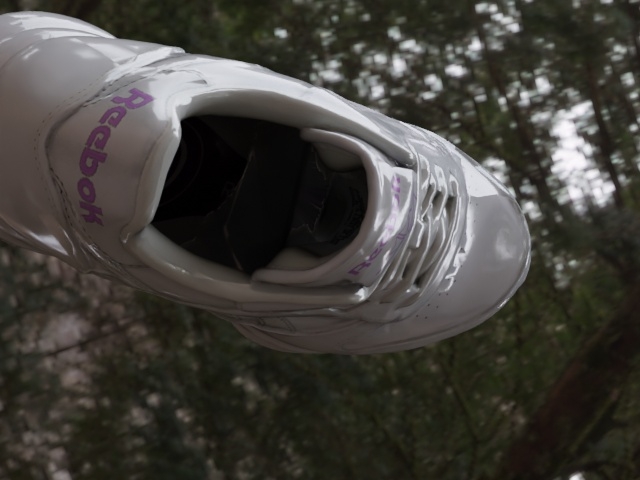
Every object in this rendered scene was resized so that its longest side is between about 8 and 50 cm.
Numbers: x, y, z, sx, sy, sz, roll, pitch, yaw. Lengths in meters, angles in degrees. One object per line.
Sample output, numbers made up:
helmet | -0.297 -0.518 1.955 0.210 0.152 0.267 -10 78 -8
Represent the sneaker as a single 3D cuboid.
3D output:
sneaker | 0.000 0.000 0.572 0.152 0.305 0.114 19 -85 45
